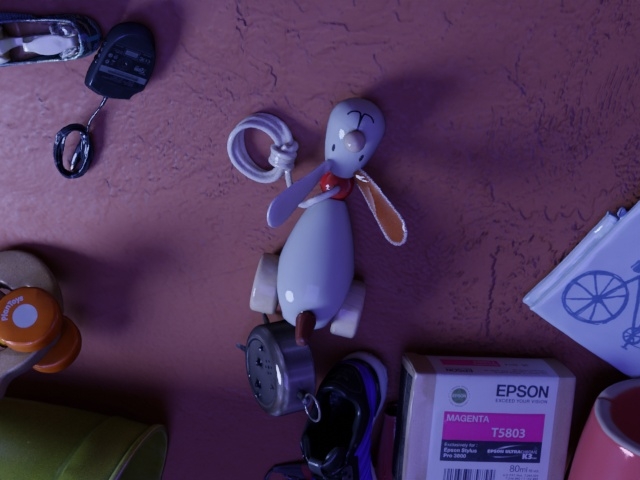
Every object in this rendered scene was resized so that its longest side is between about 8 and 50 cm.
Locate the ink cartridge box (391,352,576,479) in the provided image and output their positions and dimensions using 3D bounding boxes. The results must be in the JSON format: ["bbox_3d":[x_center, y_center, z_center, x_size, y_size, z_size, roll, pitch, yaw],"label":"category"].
[{"bbox_3d":[0.228,0.266,1.220,0.235,0.088,0.193,2,100,-6],"label":"ink cartridge box"}]

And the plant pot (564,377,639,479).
[{"bbox_3d":[0.465,0.343,1.188,0.275,0.275,0.243,0,114,2],"label":"plant pot"}]

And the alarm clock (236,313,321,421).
[{"bbox_3d":[-0.050,0.186,1.181,0.064,0.192,0.129,-10,119,-30],"label":"alarm clock"}]

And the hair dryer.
[{"bbox_3d":[0.058,0.369,1.318,0.224,0.080,0.293,32,110,-10],"label":"hair dryer"}]

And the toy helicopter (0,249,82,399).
[{"bbox_3d":[-0.515,0.138,1.145,0.355,0.140,0.235,-38,73,-15],"label":"toy helicopter"}]

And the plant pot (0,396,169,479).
[{"bbox_3d":[-0.454,0.374,1.216,0.353,0.366,0.366,20,115,5],"label":"plant pot"}]

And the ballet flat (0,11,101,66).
[{"bbox_3d":[-0.364,-0.243,1.047,0.188,0.070,0.070,-7,115,5],"label":"ballet flat"}]

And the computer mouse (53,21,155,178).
[{"bbox_3d":[-0.280,-0.178,1.095,0.071,0.041,0.242,17,124,-36],"label":"computer mouse"}]

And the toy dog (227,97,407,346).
[{"bbox_3d":[0.000,0.000,1.097,0.220,0.161,0.333,-6,115,5],"label":"toy dog"}]

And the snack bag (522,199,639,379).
[{"bbox_3d":[0.507,0.053,1.172,0.323,0.037,0.342,33,114,-13],"label":"snack bag"}]

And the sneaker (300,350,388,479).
[{"bbox_3d":[0.018,0.312,1.219,0.102,0.146,0.293,7,100,22],"label":"sneaker"}]
